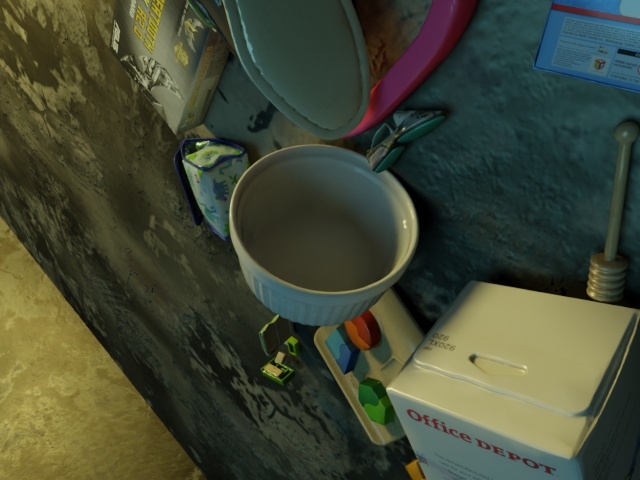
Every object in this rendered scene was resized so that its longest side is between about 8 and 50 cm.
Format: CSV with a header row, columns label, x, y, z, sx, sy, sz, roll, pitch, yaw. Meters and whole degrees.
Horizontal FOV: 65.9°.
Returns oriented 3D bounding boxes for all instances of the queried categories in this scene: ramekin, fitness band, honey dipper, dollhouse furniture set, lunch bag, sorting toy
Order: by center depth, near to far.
label,x,y,z,sx,sy,sz,roll,pitch,yaw
honey dipper,0.250,-0.021,0.419,0.030,0.030,0.161,15,126,41
fitness band,0.026,-0.228,0.489,0.209,0.054,0.291,53,144,3
ramekin,0.000,0.000,0.572,0.207,0.207,0.109,41,150,19
sorting toy,0.100,0.217,0.696,0.307,0.041,0.229,57,145,21
lunch bag,-0.168,-0.088,0.780,0.151,0.096,0.129,33,142,49
dollhouse furniture set,-0.085,0.191,0.905,0.058,0.076,0.152,18,130,38

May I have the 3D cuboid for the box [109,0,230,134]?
label,x,y,z,sx,sy,sz,roll,pitch,yaw
box,-0.215,-0.293,0.700,0.183,0.056,0.231,53,143,5

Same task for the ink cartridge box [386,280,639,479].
label,x,y,z,sx,sy,sz,roll,pitch,yaw
ink cartridge box,0.208,0.188,0.484,0.171,0.168,0.233,7,130,45

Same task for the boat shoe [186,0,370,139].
label,x,y,z,sx,sy,sz,roll,pitch,yaw
boat shoe,-0.067,-0.236,0.449,0.324,0.116,0.096,51,175,-23

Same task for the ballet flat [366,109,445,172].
label,x,y,z,sx,sy,sz,roll,pitch,yaw
ballet flat,0.083,-0.114,0.525,0.041,0.041,0.114,54,142,2

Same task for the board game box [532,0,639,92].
label,x,y,z,sx,sy,sz,roll,pitch,yaw
board game box,0.238,-0.194,0.293,0.160,0.039,0.212,29,136,31
